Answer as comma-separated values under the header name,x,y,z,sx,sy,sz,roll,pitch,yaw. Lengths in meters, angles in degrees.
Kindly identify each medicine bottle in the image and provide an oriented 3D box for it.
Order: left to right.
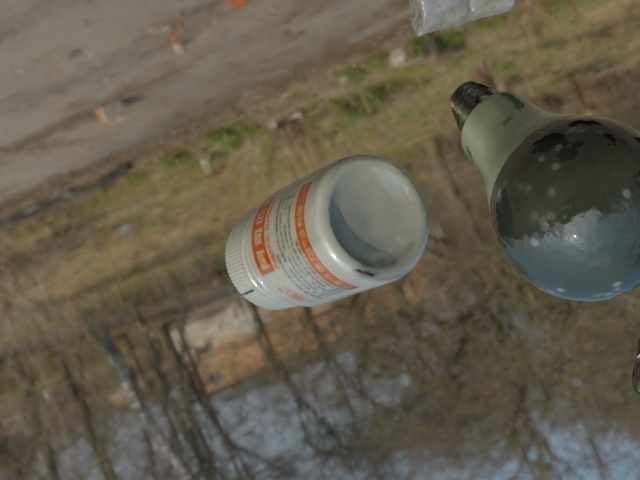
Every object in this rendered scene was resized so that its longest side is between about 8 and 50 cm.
name,x,y,z,sx,sy,sz,roll,pitch,yaw
medicine bottle,0.000,0.000,1.384,0.144,0.144,0.252,-22,178,-28

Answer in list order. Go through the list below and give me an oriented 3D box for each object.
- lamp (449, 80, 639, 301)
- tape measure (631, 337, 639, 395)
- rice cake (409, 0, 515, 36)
name,x,y,z,sx,sy,sz,roll,pitch,yaw
lamp,0.236,-0.053,1.285,0.182,0.182,0.314,-22,-155,-11
tape measure,0.507,0.151,1.755,0.199,0.112,0.186,-56,167,-61
rice cake,0.118,-0.350,1.205,0.106,0.298,0.050,-17,-156,-10
